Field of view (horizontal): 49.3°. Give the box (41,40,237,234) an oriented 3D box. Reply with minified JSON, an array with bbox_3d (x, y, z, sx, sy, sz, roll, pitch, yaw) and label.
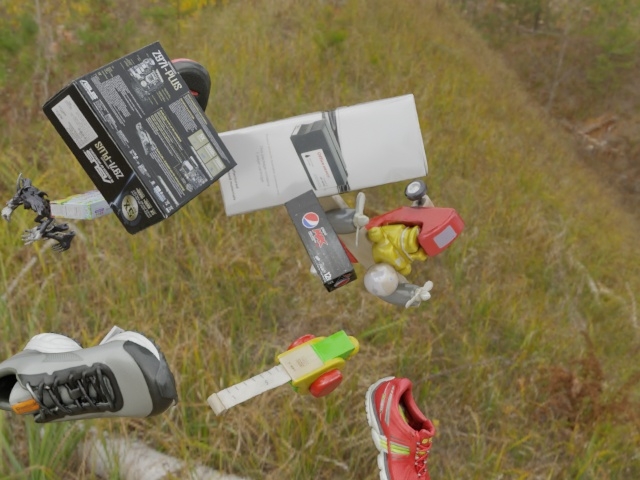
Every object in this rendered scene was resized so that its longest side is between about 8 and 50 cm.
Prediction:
[{"bbox_3d":[-0.210,-0.123,0.831,0.077,0.180,0.147,-20,19,40],"label":"box"}]

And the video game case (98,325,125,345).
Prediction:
[{"bbox_3d":[-0.450,0.253,1.588,0.087,0.122,0.011,-51,45,-2],"label":"video game case"}]

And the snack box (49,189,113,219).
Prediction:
[{"bbox_3d":[-0.482,-0.077,1.468,0.100,0.037,0.141,4,16,18],"label":"snack box"}]

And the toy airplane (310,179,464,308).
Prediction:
[{"bbox_3d":[0.134,0.033,1.795,0.386,0.384,0.272,12,48,-8],"label":"toy airplane"}]

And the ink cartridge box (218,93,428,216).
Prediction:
[{"bbox_3d":[-0.005,-0.179,1.434,0.394,0.166,0.285,-11,10,0],"label":"ink cartridge box"}]

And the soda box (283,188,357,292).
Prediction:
[{"bbox_3d":[0.000,0.000,1.185,0.060,0.053,0.169,-26,67,-1],"label":"soda box"}]

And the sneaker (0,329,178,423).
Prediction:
[{"bbox_3d":[-0.266,0.163,0.771,0.271,0.100,0.108,-6,15,33],"label":"sneaker"}]

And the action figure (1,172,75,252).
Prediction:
[{"bbox_3d":[-0.815,-0.066,1.982,0.141,0.276,0.164,-38,58,-12],"label":"action figure"}]

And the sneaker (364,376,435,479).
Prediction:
[{"bbox_3d":[0.172,0.398,1.338,0.118,0.279,0.107,-27,-13,36],"label":"sneaker"}]

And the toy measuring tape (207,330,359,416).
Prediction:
[{"bbox_3d":[-0.063,0.261,1.301,0.330,0.121,0.121,-21,40,-31],"label":"toy measuring tape"}]

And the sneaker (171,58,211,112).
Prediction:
[{"bbox_3d":[-0.289,-0.226,1.170,0.116,0.314,0.136,18,54,-33],"label":"sneaker"}]
